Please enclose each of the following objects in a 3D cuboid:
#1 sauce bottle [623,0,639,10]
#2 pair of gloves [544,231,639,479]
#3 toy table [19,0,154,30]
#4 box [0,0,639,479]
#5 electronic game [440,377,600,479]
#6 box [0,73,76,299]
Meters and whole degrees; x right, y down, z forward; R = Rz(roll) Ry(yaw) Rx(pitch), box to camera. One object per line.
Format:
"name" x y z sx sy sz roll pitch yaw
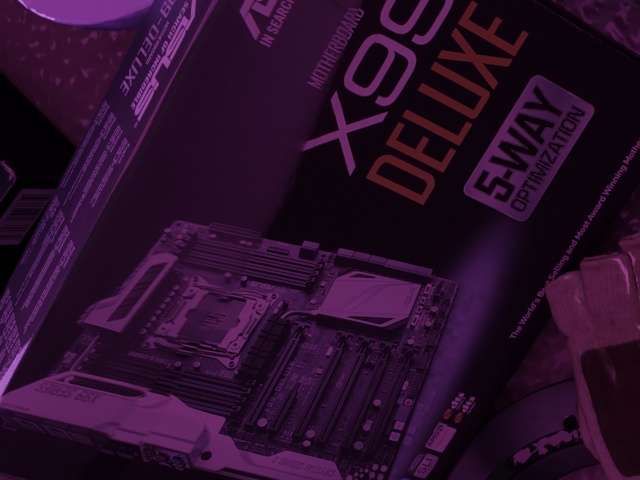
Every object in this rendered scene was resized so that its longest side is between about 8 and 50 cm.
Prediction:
"sauce bottle" 0.226 -0.268 0.544 0.111 0.111 0.344 34 104 21
"pair of gloves" 0.216 0.074 0.499 0.240 0.042 0.204 -25 88 43
"toy table" -0.036 -0.222 0.638 0.274 0.161 0.252 -36 76 21
"box" 0.000 0.000 0.583 0.307 0.242 0.076 -59 30 13
"electronic game" 0.161 0.181 0.606 0.229 0.048 0.229 1 93 22
"box" -0.294 0.001 0.789 0.184 0.103 0.261 43 107 16
